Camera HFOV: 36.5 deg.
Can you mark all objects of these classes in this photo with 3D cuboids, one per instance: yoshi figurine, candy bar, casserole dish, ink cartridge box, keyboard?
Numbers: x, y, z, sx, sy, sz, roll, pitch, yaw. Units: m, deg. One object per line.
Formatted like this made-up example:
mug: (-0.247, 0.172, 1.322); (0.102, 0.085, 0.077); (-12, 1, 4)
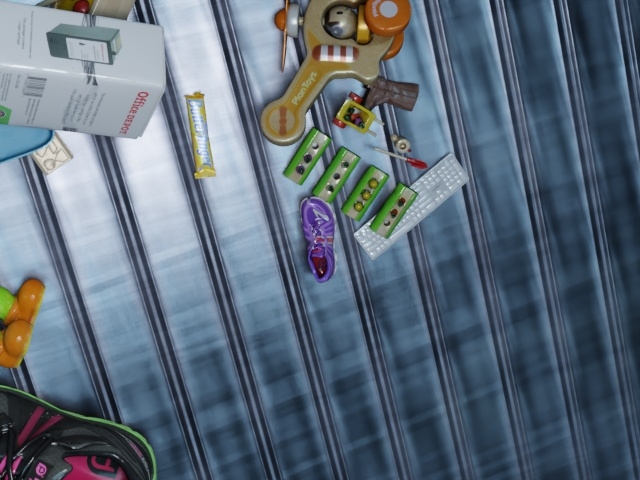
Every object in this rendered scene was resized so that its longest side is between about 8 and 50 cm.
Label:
yoshi figurine: (-0.658, 0.076, 1.647); (0.362, 0.203, 0.203); (19, 80, -15)
candy bar: (-0.222, -0.194, 1.787); (0.040, 0.018, 0.161); (-10, 104, -13)
casserole dish: (-0.550, -0.192, 1.681); (0.188, 0.037, 0.114); (-21, 92, -11)
ink cartridge box: (-0.418, -0.273, 1.593); (0.289, 0.211, 0.121); (5, 69, -23)
keyboard: (0.181, -0.067, 1.922); (0.256, 0.014, 0.072); (-40, 108, -4)

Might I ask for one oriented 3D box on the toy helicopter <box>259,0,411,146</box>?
toy helicopter: (-0.010, -0.332, 1.747); (0.235, 0.140, 0.355); (31, 79, 4)

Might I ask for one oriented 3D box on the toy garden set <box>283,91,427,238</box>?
toy garden set: (0.086, -0.142, 1.835); (0.244, 0.049, 0.204); (31, 103, -14)

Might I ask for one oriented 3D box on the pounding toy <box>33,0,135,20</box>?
pounding toy: (-0.406, -0.406, 1.640); (0.100, 0.141, 0.130); (19, 97, -55)

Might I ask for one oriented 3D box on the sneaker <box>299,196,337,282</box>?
sneaker: (0.000, 0.000, 1.849); (0.068, 0.071, 0.170); (-9, 104, 10)

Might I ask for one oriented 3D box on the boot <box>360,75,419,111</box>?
boot: (0.133, -0.259, 1.862); (0.114, 0.037, 0.106); (11, 100, -21)

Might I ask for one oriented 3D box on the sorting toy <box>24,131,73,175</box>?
sorting toy: (-0.488, -0.166, 1.725); (0.062, 0.012, 0.083); (-35, 108, -8)

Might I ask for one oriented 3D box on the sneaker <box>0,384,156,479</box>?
sneaker: (-0.521, 0.380, 1.727); (0.483, 0.202, 0.185); (12, 97, -17)
